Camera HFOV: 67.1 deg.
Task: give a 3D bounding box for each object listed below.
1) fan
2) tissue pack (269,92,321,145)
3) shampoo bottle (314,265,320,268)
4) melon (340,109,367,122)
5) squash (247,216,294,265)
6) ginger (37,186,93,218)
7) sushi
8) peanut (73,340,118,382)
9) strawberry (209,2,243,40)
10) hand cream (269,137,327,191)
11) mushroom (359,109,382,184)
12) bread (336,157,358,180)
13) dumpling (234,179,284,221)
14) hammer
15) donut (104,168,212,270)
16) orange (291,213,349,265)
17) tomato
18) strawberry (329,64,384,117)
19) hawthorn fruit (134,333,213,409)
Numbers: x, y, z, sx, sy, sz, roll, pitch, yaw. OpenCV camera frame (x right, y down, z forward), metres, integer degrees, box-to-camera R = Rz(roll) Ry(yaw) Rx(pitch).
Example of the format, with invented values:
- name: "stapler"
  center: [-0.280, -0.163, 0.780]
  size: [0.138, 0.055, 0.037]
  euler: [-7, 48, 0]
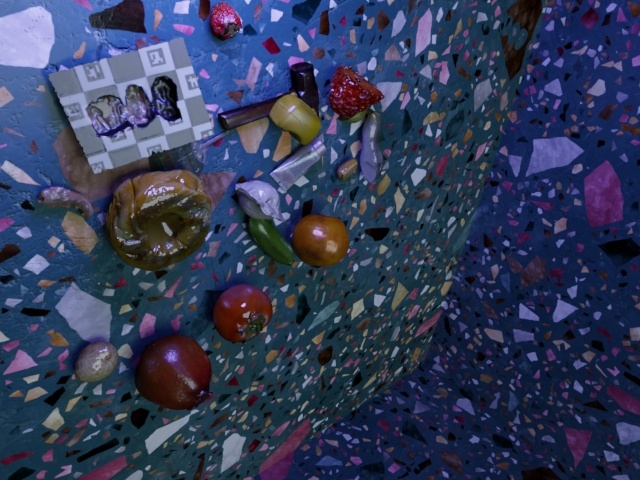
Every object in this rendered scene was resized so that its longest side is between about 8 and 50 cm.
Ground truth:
- name: "fan"
  center: [-0.457, -0.307, 1.623]
  size: [0.294, 0.012, 0.223]
  euler: [-55, 142, 0]
- name: "tissue pack"
  center: [-0.083, -0.432, 1.710]
  size: [0.127, 0.123, 0.178]
  euler: [-48, 139, 12]
- name: "shampoo bottle"
  center: [-0.032, 0.091, 2.383]
  size: [0.048, 0.027, 0.137]
  euler: [-47, 142, -15]
- name: "melon"
  center: [0.167, -0.559, 2.062]
  size: [0.128, 0.079, 0.160]
  euler: [20, 101, -58]
- name: "squash"
  center: [-0.204, 0.012, 2.069]
  size: [0.107, 0.107, 0.395]
  euler: [-49, 144, -9]
- name: "ginger"
  center: [-0.740, -0.114, 1.422]
  size: [0.069, 0.051, 0.173]
  euler: [-55, 142, 5]
- name: "sushi"
  center: [-0.539, -0.397, 1.406]
  size: [0.373, 0.100, 0.296]
  euler: [-25, 126, -20]
- name: "peanut"
  center: [-0.800, 0.434, 1.726]
  size: [0.159, 0.109, 0.141]
  euler: [-60, 157, 13]
- name: "strawberry"
  center: [-0.294, -0.666, 1.467]
  size: [0.106, 0.106, 0.106]
  euler: [-28, 136, -32]
- name: "hand cream"
  center: [-0.085, -0.314, 1.985]
  size: [0.248, 0.083, 0.133]
  euler: [-40, 141, -2]
- name: "mushroom"
  center: [0.236, -0.429, 2.227]
  size: [0.109, 0.097, 0.351]
  euler: [-31, 134, -30]
- name: "bread"
  center: [0.118, -0.329, 2.202]
  size: [0.115, 0.056, 0.082]
  euler: [-46, 164, -8]
- name: "dumpling"
  center: [-0.220, -0.142, 1.858]
  size: [0.147, 0.193, 0.258]
  euler: [-52, 146, 3]
- name: "hammer"
  center: [-0.178, -0.475, 1.739]
  size: [0.409, 0.095, 0.242]
  euler: [-28, 136, -29]
- name: "donut"
  center: [-0.523, -0.073, 1.595]
  size: [0.360, 0.170, 0.360]
  euler: [-28, 142, -25]
- name: "orange"
  center: [0.000, 0.000, 2.160]
  size: [0.261, 0.261, 0.261]
  euler: [-28, 136, -32]
- name: "tomato"
  center: [-0.333, 0.310, 2.053]
  size: [0.256, 0.224, 0.255]
  euler: [-32, 142, -29]
- name: "strawberry"
  center: [0.127, -0.569, 1.917]
  size: [0.234, 0.234, 0.178]
  euler: [0, 132, -48]
- name: "hawthorn fruit"
  center: [-0.576, 0.523, 1.907]
  size: [0.295, 0.295, 0.311]
  euler: [-39, 98, -21]
